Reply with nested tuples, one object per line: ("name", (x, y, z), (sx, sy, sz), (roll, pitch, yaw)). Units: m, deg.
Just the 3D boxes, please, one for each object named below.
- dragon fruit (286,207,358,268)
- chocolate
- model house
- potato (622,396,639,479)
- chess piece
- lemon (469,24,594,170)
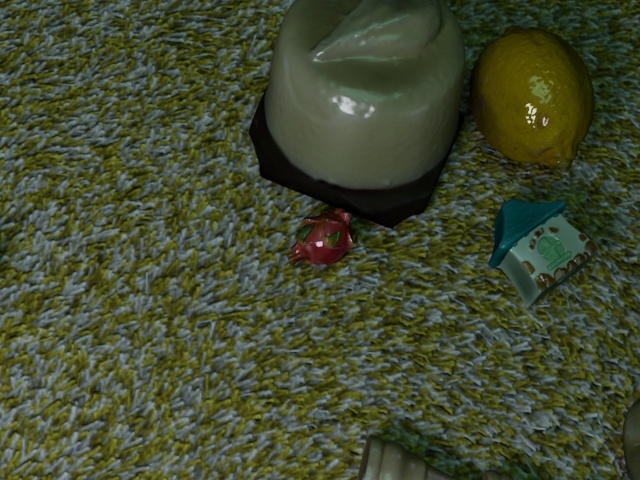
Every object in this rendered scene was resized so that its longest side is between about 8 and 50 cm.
("dragon fruit", (-0.001, 0.000, 1.720), (0.116, 0.086, 0.081), (-29, 80, -15))
("chocolate", (0.060, -0.239, 1.698), (0.314, 0.297, 0.326), (23, 73, 10))
("model house", (0.325, 0.005, 1.727), (0.127, 0.100, 0.149), (-35, 74, -13))
("potato", (0.523, 0.316, 1.605), (0.178, 0.160, 0.235), (-5, 50, -44))
("chess piece", (0.245, 0.378, 1.595), (0.397, 0.117, 0.117), (14, 71, 1))
("lemon", (0.329, -0.223, 1.757), (0.188, 0.188, 0.257), (-14, 68, -7))
